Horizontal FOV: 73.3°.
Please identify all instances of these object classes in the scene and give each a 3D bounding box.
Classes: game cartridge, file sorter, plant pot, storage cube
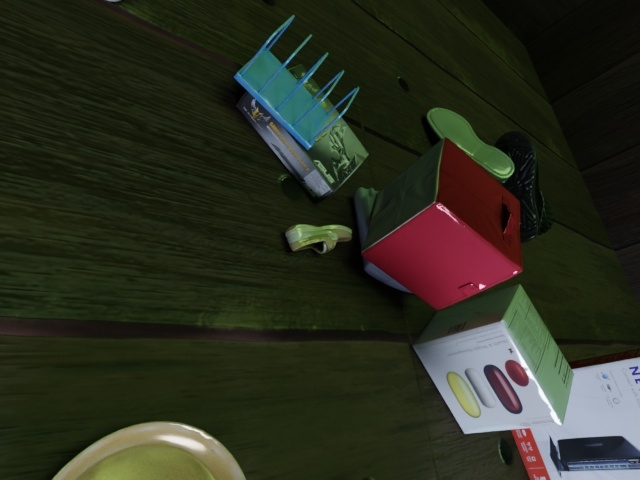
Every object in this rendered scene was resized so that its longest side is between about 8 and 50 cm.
[{"bbox_3d":[0.191,0.013,0.916,0.294,0.060,0.196,16,54,-38],"label":"game cartridge"},{"bbox_3d":[-0.032,-0.269,0.731,0.170,0.104,0.118,42,45,-18],"label":"file sorter"},{"bbox_3d":[-0.168,0.300,0.408,0.236,0.032,0.237,24,51,-34],"label":"plant pot"},{"bbox_3d":[0.214,-0.023,0.769,0.193,0.215,0.184,36,47,-16],"label":"storage cube"}]

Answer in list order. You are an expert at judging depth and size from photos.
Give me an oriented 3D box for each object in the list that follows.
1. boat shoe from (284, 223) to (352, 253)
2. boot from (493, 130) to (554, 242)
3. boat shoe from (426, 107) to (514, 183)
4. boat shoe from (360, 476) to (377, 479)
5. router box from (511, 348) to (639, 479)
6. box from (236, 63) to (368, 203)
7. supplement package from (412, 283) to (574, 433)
[{"bbox_3d":[0.000,0.000,0.739,0.135,0.050,0.045,-1,71,-34],"label":"boat shoe"},{"bbox_3d":[0.648,-0.170,1.373,0.260,0.131,0.349,-16,103,-49],"label":"boot"},{"bbox_3d":[0.422,-0.267,1.269,0.114,0.091,0.303,-36,75,-16],"label":"boat shoe"},{"bbox_3d":[0.075,0.370,0.547,0.341,0.123,0.123,14,59,-32],"label":"boat shoe"},{"bbox_3d":[0.560,0.415,0.862,0.082,0.301,0.336,-3,69,-46],"label":"router box"},{"bbox_3d":[-0.023,-0.209,0.827,0.231,0.056,0.183,52,42,-10],"label":"box"},{"bbox_3d":[0.326,0.227,0.817,0.149,0.194,0.203,-32,91,-48],"label":"supplement package"}]
